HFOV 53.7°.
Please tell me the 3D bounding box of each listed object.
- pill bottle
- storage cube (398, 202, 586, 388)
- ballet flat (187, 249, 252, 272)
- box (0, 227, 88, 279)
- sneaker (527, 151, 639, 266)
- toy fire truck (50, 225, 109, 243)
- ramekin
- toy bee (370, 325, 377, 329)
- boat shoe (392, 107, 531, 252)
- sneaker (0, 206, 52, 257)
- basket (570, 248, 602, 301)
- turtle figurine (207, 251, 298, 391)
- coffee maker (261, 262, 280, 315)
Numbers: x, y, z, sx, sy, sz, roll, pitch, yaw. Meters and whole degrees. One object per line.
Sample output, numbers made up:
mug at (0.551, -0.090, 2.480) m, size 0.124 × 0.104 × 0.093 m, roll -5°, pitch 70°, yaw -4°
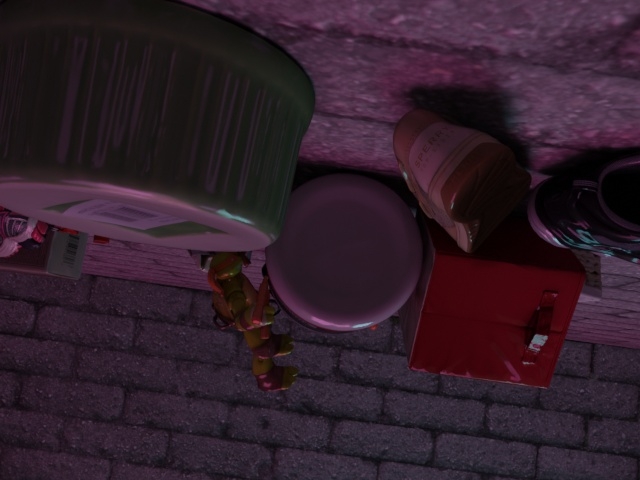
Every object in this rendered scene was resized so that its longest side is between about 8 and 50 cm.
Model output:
pill bottle at (0.022, 0.040, 0.980) m, size 0.210 × 0.210 × 0.363 m, roll 8°, pitch 170°, yaw -2°
storage cube at (0.224, 0.070, 0.888) m, size 0.193 × 0.184 × 0.215 m, roll 8°, pitch -157°, yaw -1°
ballet flat at (-0.257, 0.040, 1.550) m, size 0.221 × 0.079 × 0.077 m, roll 0°, pitch 168°, yaw 38°
box at (-0.742, 0.007, 1.549) m, size 0.311 × 0.148 × 0.121 m, roll 6°, pitch 170°, yaw 19°
sneaker at (0.372, -0.023, 0.673) m, size 0.268 × 0.101 × 0.153 m, roll 10°, pitch 172°, yaw 1°
toy fire truck at (-0.535, -0.035, 1.433) m, size 0.135 × 0.047 × 0.192 m, roll 12°, pitch 168°, yaw -26°
ramekin at (-0.163, -0.086, 0.597) m, size 0.303 × 0.148 × 0.303 m, roll 8°, pitch 170°, yaw 1°
toy bee at (0.137, 0.137, 1.564) m, size 0.195 × 0.162 × 0.298 m, roll 1°, pitch 168°, yaw 24°
boat shoe at (0.150, -0.063, 0.678) m, size 0.098 × 0.109 × 0.302 m, roll 43°, pitch -172°, yaw 22°
sneaker at (-0.655, -0.046, 1.323) m, size 0.299 × 0.121 × 0.112 m, roll -11°, pitch 141°, yaw 46°
basket at (0.363, 0.043, 1.042) m, size 0.113 × 0.103 × 0.167 m, roll 13°, pitch 168°, yaw -27°
turtle figurine at (-0.096, 0.097, 0.831) m, size 0.087 × 0.217 × 0.269 m, roll -26°, pitch -150°, yaw -8°
coffee maker at (-0.077, 0.104, 1.511) m, size 0.120 × 0.171 × 0.178 m, roll 23°, pitch 170°, yaw 8°
